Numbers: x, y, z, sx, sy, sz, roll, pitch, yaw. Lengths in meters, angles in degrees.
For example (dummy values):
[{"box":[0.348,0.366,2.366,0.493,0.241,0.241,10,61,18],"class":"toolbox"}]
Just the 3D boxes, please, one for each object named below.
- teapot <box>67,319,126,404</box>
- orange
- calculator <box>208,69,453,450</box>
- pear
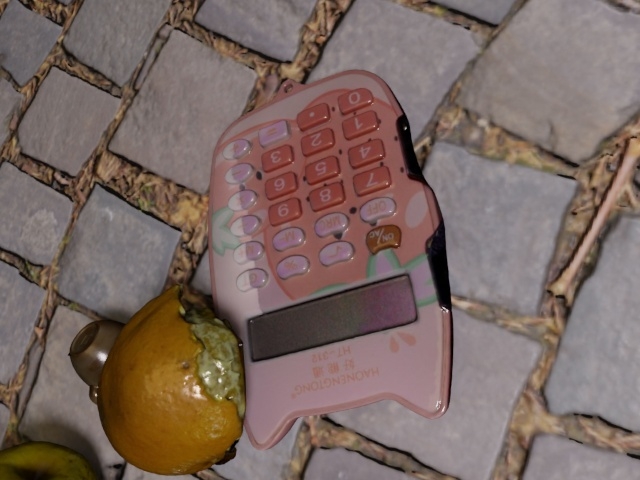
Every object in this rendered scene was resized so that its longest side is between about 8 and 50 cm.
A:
[{"box":[-0.218,0.125,0.588,0.110,0.080,0.085,-8,46,38],"class":"teapot"},{"box":[-0.127,0.127,0.498,0.160,0.112,0.169,12,119,59],"class":"orange"},{"box":[0.000,0.000,0.524,0.220,0.048,0.329,-18,70,23],"class":"calculator"},{"box":[-0.278,0.273,0.546,0.149,0.149,0.162,22,94,28],"class":"pear"}]
